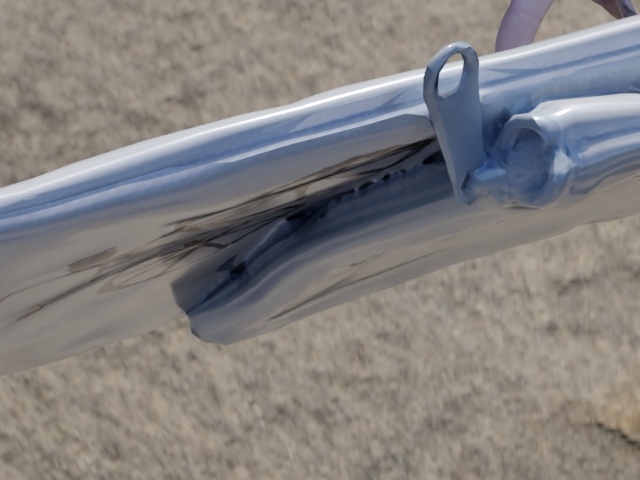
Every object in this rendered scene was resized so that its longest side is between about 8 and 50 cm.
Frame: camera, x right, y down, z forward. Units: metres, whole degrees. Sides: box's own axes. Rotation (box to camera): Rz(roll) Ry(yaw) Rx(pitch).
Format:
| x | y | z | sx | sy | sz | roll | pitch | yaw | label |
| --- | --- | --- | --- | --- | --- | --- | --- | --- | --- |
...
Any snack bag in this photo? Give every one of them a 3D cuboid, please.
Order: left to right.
| x | y | z | sx | sy | sz | roll | pitch | yaw | label |
| --- | --- | --- | --- | --- | --- | --- | --- | --- | --- |
| 0.000 | 0.000 | 0.506 | 0.343 | 0.323 | 0.037 | -16 | 86 | -19 | snack bag |

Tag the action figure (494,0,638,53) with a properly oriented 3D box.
| x | y | z | sx | sy | sz | roll | pitch | yaw | label |
| --- | --- | --- | --- | --- | --- | --- | --- | --- | --- |
| 0.157 | -0.248 | 0.728 | 0.370 | 0.248 | 0.275 | -29 | 71 | 27 | action figure |
